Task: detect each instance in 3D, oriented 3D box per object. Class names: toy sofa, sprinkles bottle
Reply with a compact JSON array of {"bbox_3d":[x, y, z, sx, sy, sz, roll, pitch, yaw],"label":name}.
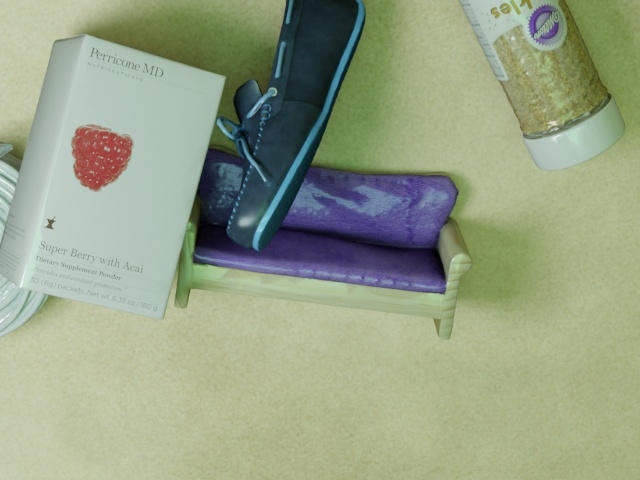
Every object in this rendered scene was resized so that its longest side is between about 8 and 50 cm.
[{"bbox_3d":[0.000,0.000,1.686,0.363,0.150,0.177,7,109,-4],"label":"toy sofa"},{"bbox_3d":[0.243,-0.261,1.624,0.121,0.121,0.355,-27,106,7],"label":"sprinkles bottle"}]

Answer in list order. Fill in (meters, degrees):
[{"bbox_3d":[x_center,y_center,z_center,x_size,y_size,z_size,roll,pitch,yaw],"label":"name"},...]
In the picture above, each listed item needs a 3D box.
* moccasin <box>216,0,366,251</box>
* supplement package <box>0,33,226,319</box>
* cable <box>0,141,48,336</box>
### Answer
[{"bbox_3d":[-0.052,-0.149,1.612,0.117,0.137,0.342,21,67,1],"label":"moccasin"},{"bbox_3d":[-0.250,-0.076,1.583,0.178,0.175,0.292,14,90,-23],"label":"supplement package"},{"bbox_3d":[-0.454,0.001,1.706,0.257,0.089,0.257,-7,108,2],"label":"cable"}]
